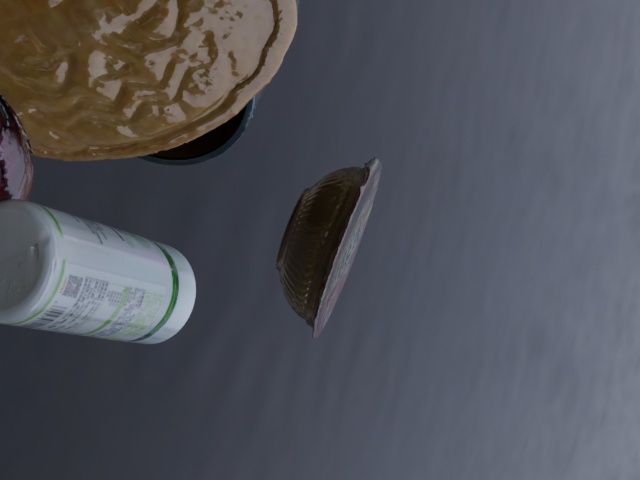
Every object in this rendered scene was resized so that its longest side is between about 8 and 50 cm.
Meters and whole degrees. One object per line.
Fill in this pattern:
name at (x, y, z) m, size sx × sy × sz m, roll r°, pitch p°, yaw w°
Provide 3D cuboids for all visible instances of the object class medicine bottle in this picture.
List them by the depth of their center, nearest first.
medicine bottle at (-0.174, 0.028, 0.758) m, size 0.183 × 0.086 × 0.086 m, roll 25°, pitch 80°, yaw -64°

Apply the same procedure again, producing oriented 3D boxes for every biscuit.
biscuit at (-0.231, -0.235, 1.032) m, size 0.365 × 0.385 × 0.062 m, roll 53°, pitch 22°, yaw -35°

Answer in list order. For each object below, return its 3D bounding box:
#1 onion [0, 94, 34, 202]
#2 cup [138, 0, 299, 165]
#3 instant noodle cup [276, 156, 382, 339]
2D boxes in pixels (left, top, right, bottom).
onion at (-0.347, -0.059, 0.882) m, size 0.198 × 0.173 × 0.135 m, roll -24°, pitch 164°, yaw -5°
cup at (-0.195, -0.274, 1.349) m, size 0.292 × 0.308 × 0.242 m, roll -68°, pitch 151°, yaw -52°
instant noodle cup at (0.000, 0.000, 1.437) m, size 0.274 × 0.091 × 0.274 m, roll 20°, pitch 90°, yaw -84°
